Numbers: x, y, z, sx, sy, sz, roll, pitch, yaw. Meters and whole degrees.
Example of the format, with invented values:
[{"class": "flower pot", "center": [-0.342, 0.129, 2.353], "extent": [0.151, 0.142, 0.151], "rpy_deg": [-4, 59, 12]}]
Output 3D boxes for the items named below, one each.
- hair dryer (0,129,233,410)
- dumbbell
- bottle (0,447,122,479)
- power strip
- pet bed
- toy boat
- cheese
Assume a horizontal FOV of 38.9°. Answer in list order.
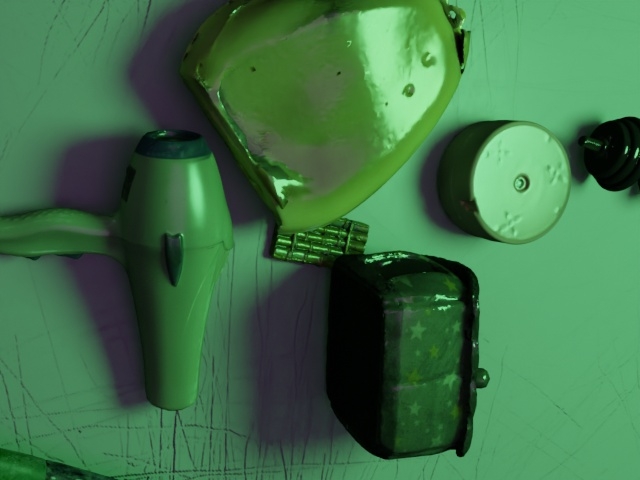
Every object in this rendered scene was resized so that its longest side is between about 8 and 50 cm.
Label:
[{"class": "hair dryer", "center": [-0.219, 0.056, 0.951], "extent": [0.298, 0.119, 0.296], "rpy_deg": [-19, 110, -2]}, {"class": "dumbbell", "center": [0.418, -0.103, 1.174], "extent": [0.208, 0.099, 0.099], "rpy_deg": [13, 94, -25]}, {"class": "bottle", "center": [-0.245, 0.296, 0.966], "extent": [0.330, 0.093, 0.093], "rpy_deg": [24, 89, -25]}, {"class": "power strip", "center": [0.228, -0.073, 1.110], "extent": [0.154, 0.078, 0.154], "rpy_deg": [-3, 97, -23]}, {"class": "pet bed", "center": [0.109, 0.123, 1.031], "extent": [0.159, 0.183, 0.211], "rpy_deg": [-3, 105, -20]}, {"class": "toy boat", "center": [0.000, 0.000, 1.061], "extent": [0.115, 0.016, 0.063], "rpy_deg": [10, 95, -24]}, {"class": "cheese", "center": [0.022, -0.181, 0.985], "extent": [0.316, 0.128, 0.259], "rpy_deg": [-37, 114, -6]}]
